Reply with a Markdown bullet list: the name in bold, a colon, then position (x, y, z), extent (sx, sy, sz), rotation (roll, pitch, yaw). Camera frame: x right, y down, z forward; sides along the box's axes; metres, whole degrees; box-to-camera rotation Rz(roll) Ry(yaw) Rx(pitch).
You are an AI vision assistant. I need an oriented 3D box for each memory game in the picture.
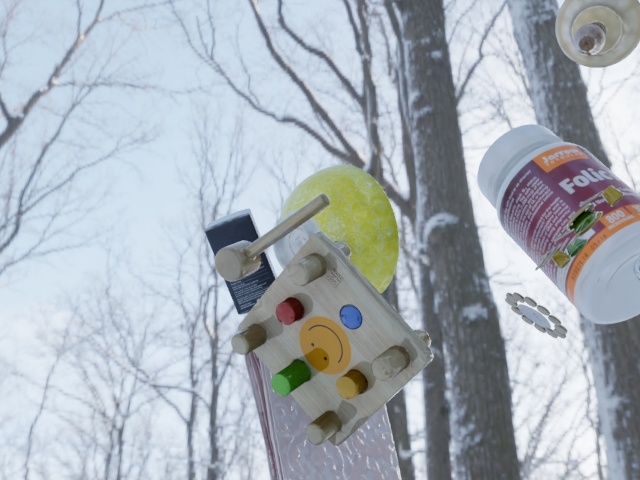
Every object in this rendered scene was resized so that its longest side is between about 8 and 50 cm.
- **memory game**: position (0.549, 0.190, 2.184), extent (0.186, 0.012, 0.186), rotation (36, -12, 9)

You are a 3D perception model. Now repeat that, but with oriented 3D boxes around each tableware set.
- **tableware set**: position (0.349, -0.013, 1.132), extent (0.104, 0.024, 0.154), rotation (-27, -27, -32)

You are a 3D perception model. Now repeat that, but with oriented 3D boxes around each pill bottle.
- **pill bottle**: position (0.477, -0.046, 1.627), extent (0.224, 0.392, 0.224), rotation (-14, -49, -17)

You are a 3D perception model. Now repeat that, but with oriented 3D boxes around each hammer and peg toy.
- **hammer and peg toy**: position (-0.020, 0.112, 1.311), extent (0.127, 0.361, 0.266), rotation (-25, -20, -52)

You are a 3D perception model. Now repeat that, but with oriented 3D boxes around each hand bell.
- **hand bell**: position (0.372, -0.282, 1.163), extent (0.126, 0.242, 0.126), rotation (7, -70, 19)

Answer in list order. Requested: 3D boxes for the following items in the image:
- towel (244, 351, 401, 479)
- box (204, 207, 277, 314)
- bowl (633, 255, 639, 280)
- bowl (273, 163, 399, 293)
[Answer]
- **towel**: position (0.011, 0.326, 1.521), extent (0.053, 0.316, 0.332), rotation (-28, -28, 33)
- **box**: position (-0.171, 0.043, 1.919), extent (0.108, 0.153, 0.207), rotation (-21, -81, -2)
- **bowl**: position (0.599, 0.068, 1.149), extent (0.312, 0.311, 0.163), rotation (-17, -83, 22)
- **bowl**: position (0.000, 0.000, 1.697), extent (0.156, 0.289, 0.289), rotation (-13, -23, -40)
